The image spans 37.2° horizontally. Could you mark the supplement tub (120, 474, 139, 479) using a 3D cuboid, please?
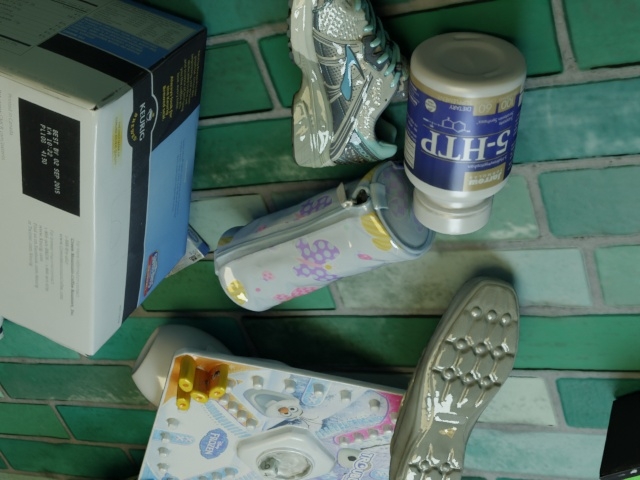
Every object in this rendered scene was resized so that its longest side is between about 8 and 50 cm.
[{"bbox_3d":[-0.317,0.528,1.621,0.331,0.241,0.241,-25,112,39],"label":"supplement tub"}]

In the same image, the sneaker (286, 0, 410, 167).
[{"bbox_3d":[0.034,-0.197,0.962,0.122,0.110,0.283,4,135,7],"label":"sneaker"}]

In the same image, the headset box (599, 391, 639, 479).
[{"bbox_3d":[0.494,0.272,1.077,0.246,0.131,0.283,-28,110,39],"label":"headset box"}]

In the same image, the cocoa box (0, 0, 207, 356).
[{"bbox_3d":[-0.291,-0.091,1.096,0.232,0.228,0.347,22,130,12],"label":"cocoa box"}]

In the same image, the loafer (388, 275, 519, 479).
[{"bbox_3d":[0.152,0.182,1.161,0.112,0.111,0.319,16,107,-14],"label":"loafer"}]

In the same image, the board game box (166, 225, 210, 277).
[{"bbox_3d":[-0.208,-0.001,1.284,0.090,0.020,0.090,-26,111,39],"label":"board game box"}]

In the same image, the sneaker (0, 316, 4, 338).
[{"bbox_3d":[-0.614,0.090,1.532,0.235,0.090,0.094,15,120,10],"label":"sneaker"}]

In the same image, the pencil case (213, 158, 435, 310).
[{"bbox_3d":[0.000,0.000,1.106,0.273,0.124,0.113,-22,80,40],"label":"pencil case"}]

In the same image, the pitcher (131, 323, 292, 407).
[{"bbox_3d":[-0.147,0.191,1.346,0.207,0.125,0.178,30,130,-12],"label":"pitcher"}]

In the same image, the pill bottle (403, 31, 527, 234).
[{"bbox_3d":[0.141,-0.103,0.960,0.112,0.112,0.186,14,132,17],"label":"pill bottle"}]

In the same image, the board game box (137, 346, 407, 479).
[{"bbox_3d":[-0.050,0.321,1.356,0.390,0.050,0.390,13,134,-10],"label":"board game box"}]
